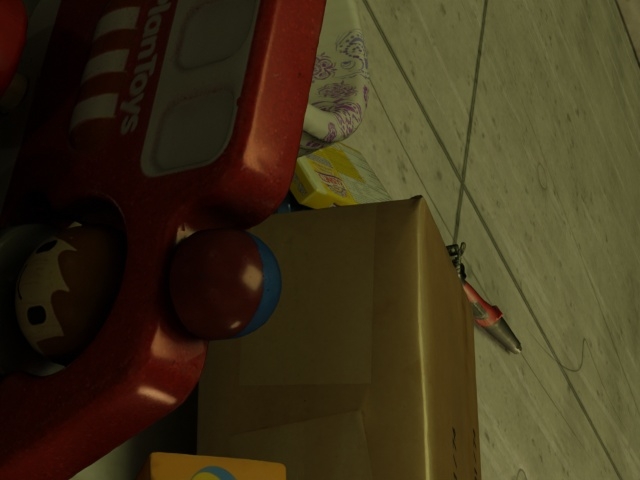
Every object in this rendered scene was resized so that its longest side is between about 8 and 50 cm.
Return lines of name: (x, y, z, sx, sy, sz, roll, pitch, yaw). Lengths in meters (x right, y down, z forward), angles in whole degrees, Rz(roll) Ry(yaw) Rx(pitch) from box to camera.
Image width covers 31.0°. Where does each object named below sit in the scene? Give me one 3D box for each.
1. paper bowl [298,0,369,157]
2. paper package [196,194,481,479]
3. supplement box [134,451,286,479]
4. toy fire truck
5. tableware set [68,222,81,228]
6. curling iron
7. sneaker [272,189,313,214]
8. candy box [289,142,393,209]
paper bowl: (-0.089, -0.183, 0.852, 0.284, 0.148, 0.284, 47, 31, -41)
paper package: (0.027, 0.168, 0.884, 0.309, 0.168, 0.324, 55, 31, -65)
supplement box: (-0.086, 0.197, 0.635, 0.080, 0.233, 0.078, 8, 56, -16)
toy fire truck: (-0.114, -0.026, 0.589, 0.169, 0.254, 0.302, 30, 60, -41)
tableware set: (-0.144, -0.023, 0.826, 0.128, 0.039, 0.194, 62, 22, -6)
curling iron: (0.218, 0.085, 1.509, 0.274, 0.035, 0.068, 47, 40, -47)
sneaker: (0.000, 0.000, 1.079, 0.144, 0.059, 0.053, 61, 32, -28)
candy box: (0.012, -0.063, 1.122, 0.206, 0.027, 0.105, 18, 38, -60)
